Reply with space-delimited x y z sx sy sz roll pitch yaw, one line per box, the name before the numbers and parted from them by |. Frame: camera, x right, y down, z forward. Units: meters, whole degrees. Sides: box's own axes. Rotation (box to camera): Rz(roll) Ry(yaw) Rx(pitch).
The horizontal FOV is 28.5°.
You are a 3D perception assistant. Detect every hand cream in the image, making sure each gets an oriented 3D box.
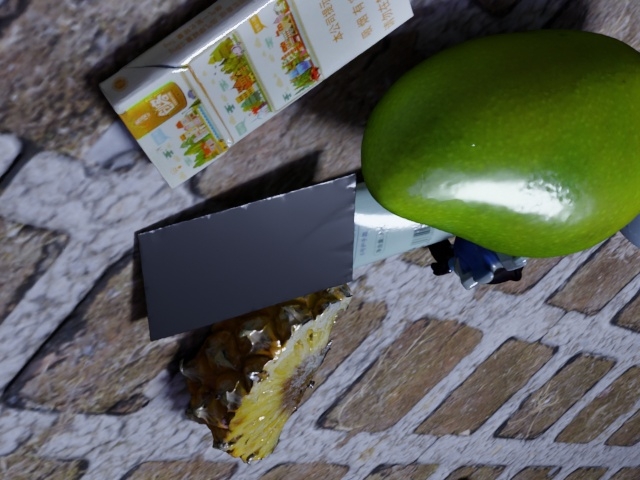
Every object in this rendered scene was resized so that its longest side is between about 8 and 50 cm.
hand cream | 0.000 0.000 1.099 0.320 0.067 0.109 -18 138 -27

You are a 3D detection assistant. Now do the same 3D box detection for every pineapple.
pineapple | -0.069 0.122 1.179 0.135 0.079 0.233 -15 139 -51

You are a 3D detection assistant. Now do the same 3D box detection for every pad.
pad | -0.057 0.016 1.050 0.190 0.004 0.127 -17 136 -18

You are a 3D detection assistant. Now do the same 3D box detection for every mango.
mango | 0.164 -0.077 1.045 0.343 0.192 0.156 -10 -178 -38

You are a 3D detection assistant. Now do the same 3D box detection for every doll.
doll | 0.159 0.009 1.194 0.096 0.070 0.195 -38 -169 -7

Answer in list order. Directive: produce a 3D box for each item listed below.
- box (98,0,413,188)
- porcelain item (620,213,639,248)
box | -0.039 -0.134 0.878 0.220 0.032 0.122 -36 152 -4
porcelain item | 0.380 -0.076 1.352 0.141 0.141 0.259 -33 143 -9
